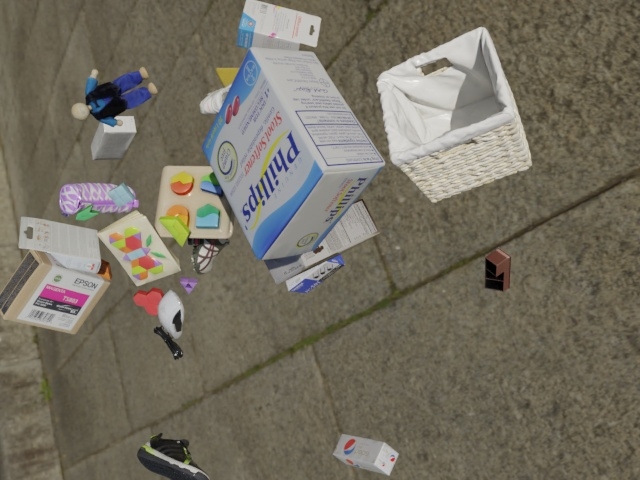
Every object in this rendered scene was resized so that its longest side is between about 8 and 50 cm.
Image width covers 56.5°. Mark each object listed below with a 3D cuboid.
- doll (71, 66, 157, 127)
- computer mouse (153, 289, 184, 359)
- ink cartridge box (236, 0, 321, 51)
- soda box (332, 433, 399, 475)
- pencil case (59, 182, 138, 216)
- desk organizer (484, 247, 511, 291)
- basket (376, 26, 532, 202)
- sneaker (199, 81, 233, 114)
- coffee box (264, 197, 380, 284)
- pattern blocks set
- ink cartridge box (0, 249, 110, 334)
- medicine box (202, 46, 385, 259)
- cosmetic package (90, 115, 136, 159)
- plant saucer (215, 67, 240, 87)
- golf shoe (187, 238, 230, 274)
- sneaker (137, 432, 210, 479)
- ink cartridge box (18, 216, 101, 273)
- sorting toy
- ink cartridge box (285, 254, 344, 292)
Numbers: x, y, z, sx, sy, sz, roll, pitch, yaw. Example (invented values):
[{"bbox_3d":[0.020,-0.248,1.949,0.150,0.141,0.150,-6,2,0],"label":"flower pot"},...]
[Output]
[{"bbox_3d":[-0.457,-0.314,1.297,0.046,0.189,0.129,2,124,55],"label":"doll"},{"bbox_3d":[-0.338,0.183,1.319,0.106,0.042,0.193,49,144,29],"label":"computer mouse"},{"bbox_3d":[-0.097,-0.490,1.397,0.062,0.181,0.104,114,166,-60],"label":"ink cartridge box"},{"bbox_3d":[0.132,0.643,1.796,0.216,0.069,0.074,-16,37,56],"label":"soda box"},{"bbox_3d":[-0.601,-0.113,1.613,0.088,0.206,0.086,12,101,29],"label":"pencil case"},{"bbox_3d":[0.475,0.087,1.597,0.047,0.050,0.130,44,158,42],"label":"desk organizer"},{"bbox_3d":[0.367,-0.334,1.634,0.328,0.266,0.331,-20,56,24],"label":"basket"},{"bbox_3d":[-0.297,-0.441,1.843,0.115,0.232,0.090,-5,108,25],"label":"sneaker"},{"bbox_3d":[0.000,0.000,1.679,0.168,0.297,0.119,-32,84,50],"label":"coffee box"},{"bbox_3d":[-0.441,0.026,1.449,0.285,0.325,0.026,-34,22,23],"label":"pattern blocks set"},{"bbox_3d":[-0.748,0.147,1.675,0.088,0.234,0.193,39,95,36],"label":"ink cartridge box"},{"bbox_3d":[-0.064,-0.158,1.104,0.263,0.149,0.289,-51,59,42],"label":"medicine box"},{"bbox_3d":[-0.672,-0.329,1.922,0.239,0.098,0.061,-27,75,57],"label":"cosmetic package"},{"bbox_3d":[-0.149,-0.507,2.072,0.332,0.332,0.081,11,89,32],"label":"plant saucer"},{"bbox_3d":[-0.309,0.013,1.682,0.273,0.120,0.105,99,166,-58],"label":"golf shoe"},{"bbox_3d":[-0.348,0.524,1.450,0.234,0.097,0.084,10,129,33],"label":"sneaker"},{"bbox_3d":[-0.620,0.011,1.414,0.045,0.179,0.145,-65,33,24],"label":"ink cartridge box"},{"bbox_3d":[-0.310,-0.099,1.475,0.038,0.208,0.193,66,-155,-69],"label":"sorting toy"},{"bbox_3d":[-0.021,0.117,2.124,0.207,0.097,0.046,-39,57,32],"label":"ink cartridge box"}]
